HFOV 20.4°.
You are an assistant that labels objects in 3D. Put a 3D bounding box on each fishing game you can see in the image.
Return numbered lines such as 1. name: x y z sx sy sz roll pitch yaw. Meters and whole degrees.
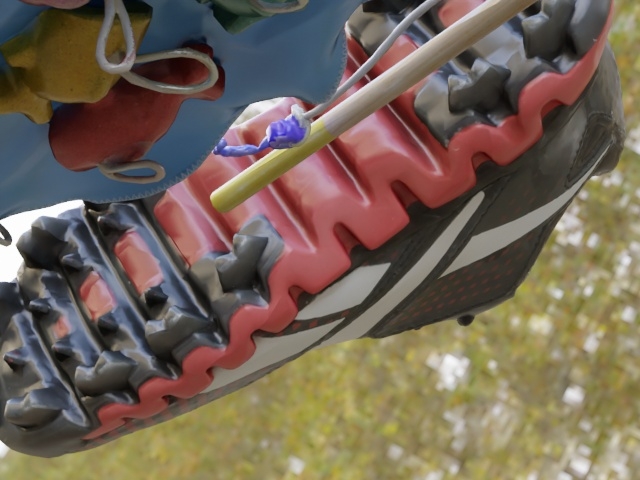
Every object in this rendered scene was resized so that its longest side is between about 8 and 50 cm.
1. fishing game: -0.060 -0.029 0.362 0.189 0.041 0.264 -32 -19 28

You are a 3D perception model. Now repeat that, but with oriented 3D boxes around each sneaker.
1. sneaker: 0.000 0.000 0.651 0.097 0.276 0.135 58 8 36
